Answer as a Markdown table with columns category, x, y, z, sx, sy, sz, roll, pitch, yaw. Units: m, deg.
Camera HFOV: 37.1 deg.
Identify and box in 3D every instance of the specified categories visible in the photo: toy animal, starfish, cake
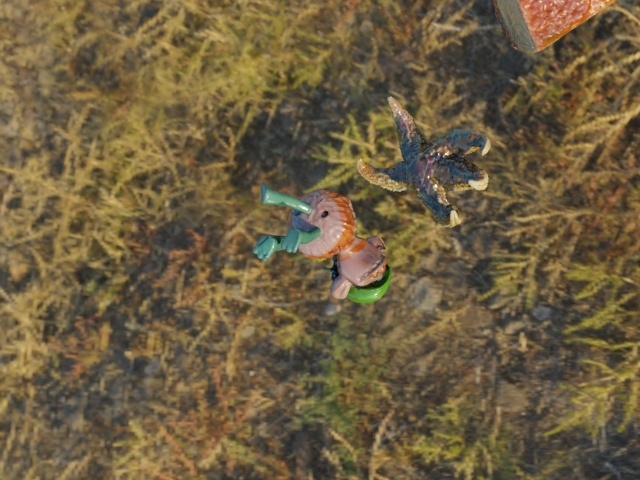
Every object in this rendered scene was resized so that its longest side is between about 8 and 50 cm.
| category | x | y | z | sx | sy | sz | roll | pitch | yaw |
| --- | --- | --- | --- | --- | --- | --- | --- | --- | --- |
| toy animal | 0.000 | 0.000 | 0.976 | 0.103 | 0.208 | 0.100 | 23 | 89 | 33 |
| starfish | 0.160 | -0.121 | 1.477 | 0.238 | 0.071 | 0.215 | -9 | 78 | 35 |
| cake | 0.372 | -0.339 | 1.322 | 0.262 | 0.158 | 0.159 | 1 | 105 | 1 |
